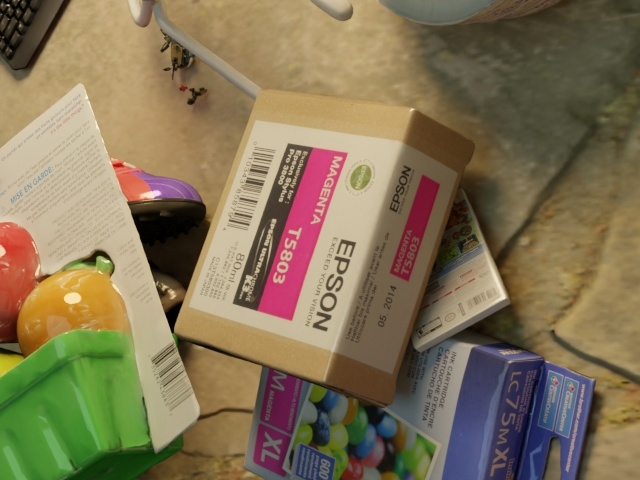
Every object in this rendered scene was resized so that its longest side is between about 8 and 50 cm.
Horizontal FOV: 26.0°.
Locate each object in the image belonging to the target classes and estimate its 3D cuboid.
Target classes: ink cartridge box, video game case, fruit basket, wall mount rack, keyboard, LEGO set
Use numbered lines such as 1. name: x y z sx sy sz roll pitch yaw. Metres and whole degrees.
1. ink cartridge box: 0.000 0.000 1.161 0.193 0.088 0.234 12 80 45
2. video game case: 0.100 0.023 1.145 0.087 0.011 0.122 -31 50 16
3. fruit basket: -0.270 0.083 1.314 0.327 0.165 0.353 -36 60 27
4. wall mount rack: -0.093 -0.270 1.230 0.350 0.131 0.304 118 138 -66
5. ink cartridge box: 0.073 0.157 1.176 0.311 0.065 0.185 18 101 38
6. keyboard: -0.314 -0.368 1.542 0.201 0.033 0.317 51 119 30
7. LEGO set: -0.135 -0.178 1.390 0.054 0.023 0.083 -10 96 48

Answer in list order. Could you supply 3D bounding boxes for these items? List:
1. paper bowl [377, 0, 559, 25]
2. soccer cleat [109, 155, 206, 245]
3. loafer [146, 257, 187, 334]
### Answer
1. paper bowl: 0.093 -0.308 1.066 0.284 0.148 0.284 19 114 49
2. soccer cleat: -0.253 -0.053 1.424 0.318 0.109 0.116 -4 76 34
3. loafer: -0.206 0.151 1.398 0.084 0.096 0.267 27 105 32
